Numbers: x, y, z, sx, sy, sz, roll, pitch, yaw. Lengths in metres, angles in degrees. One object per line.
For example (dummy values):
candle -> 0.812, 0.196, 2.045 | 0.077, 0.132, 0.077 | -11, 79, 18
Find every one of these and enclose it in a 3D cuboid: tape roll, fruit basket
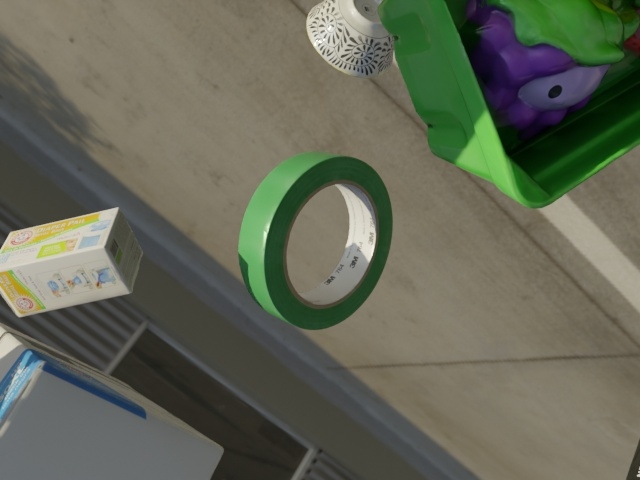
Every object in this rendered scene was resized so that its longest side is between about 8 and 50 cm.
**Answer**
tape roll -> 0.000, 0.000, 1.177 | 0.077, 0.321, 0.321 | 20, 153, 45
fruit basket -> 0.266, -0.222, 0.523 | 0.392, 0.392, 0.283 | -2, 118, 53

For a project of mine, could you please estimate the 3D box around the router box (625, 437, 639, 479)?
router box -> 0.399, 0.158, 0.556 | 0.243, 0.309, 0.081 | 50, 148, -18

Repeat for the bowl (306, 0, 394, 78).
bowl -> 0.068, -0.367, 1.086 | 0.170, 0.170, 0.080 | 37, 145, -5

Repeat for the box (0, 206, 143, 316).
box -> -0.416, 0.036, 1.061 | 0.203, 0.114, 0.103 | -13, 127, 6

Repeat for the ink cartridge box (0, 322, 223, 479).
ink cartridge box -> -0.368, 0.269, 0.934 | 0.285, 0.166, 0.394 | 38, 161, -30
